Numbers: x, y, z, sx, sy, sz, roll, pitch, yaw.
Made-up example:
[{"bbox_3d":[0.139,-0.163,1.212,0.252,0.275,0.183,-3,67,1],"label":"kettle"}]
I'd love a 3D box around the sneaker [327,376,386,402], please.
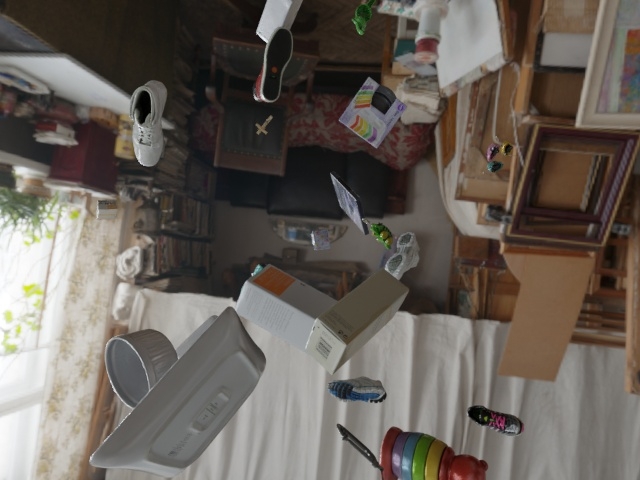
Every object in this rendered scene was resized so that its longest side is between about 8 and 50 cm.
[{"bbox_3d":[0.117,0.479,1.385,0.190,0.071,0.083,9,-159,-4],"label":"sneaker"}]

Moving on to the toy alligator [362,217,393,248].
[{"bbox_3d":[0.215,-0.038,1.514,0.056,0.051,0.190,19,159,51],"label":"toy alligator"}]

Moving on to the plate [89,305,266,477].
[{"bbox_3d":[-0.197,0.275,0.709,0.045,0.278,0.277,32,156,22],"label":"plate"}]

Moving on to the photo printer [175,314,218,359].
[{"bbox_3d":[-0.455,0.514,1.832,0.307,0.256,0.107,41,168,25],"label":"photo printer"}]

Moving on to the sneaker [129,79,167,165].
[{"bbox_3d":[-0.583,-0.371,1.397,0.108,0.293,0.169,11,-157,-9],"label":"sneaker"}]

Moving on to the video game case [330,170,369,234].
[{"bbox_3d":[0.126,-0.167,1.860,0.026,0.196,0.274,-26,-141,-8],"label":"video game case"}]

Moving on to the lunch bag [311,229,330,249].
[{"bbox_3d":[0.000,0.000,1.829,0.071,0.083,0.053,-8,161,-14],"label":"lunch bag"}]

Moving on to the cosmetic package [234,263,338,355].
[{"bbox_3d":[-0.087,0.293,1.712,0.453,0.162,0.230,28,-159,8],"label":"cosmetic package"}]

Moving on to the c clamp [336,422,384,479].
[{"bbox_3d":[0.104,0.545,1.113,0.160,0.022,0.137,39,176,10],"label":"c clamp"}]

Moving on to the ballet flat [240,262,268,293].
[{"bbox_3d":[-0.294,0.182,1.945,0.074,0.203,0.074,28,-156,-14],"label":"ballet flat"}]

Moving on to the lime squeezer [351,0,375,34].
[{"bbox_3d":[0.155,-0.752,1.419,0.109,0.310,0.059,-6,141,43],"label":"lime squeezer"}]

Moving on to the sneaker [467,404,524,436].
[{"bbox_3d":[0.507,0.529,1.248,0.074,0.063,0.170,24,166,-35],"label":"sneaker"}]

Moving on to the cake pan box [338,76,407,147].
[{"bbox_3d":[0.264,-0.639,2.119,0.245,0.267,0.070,36,-169,-8],"label":"cake pan box"}]

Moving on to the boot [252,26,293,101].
[{"bbox_3d":[-0.175,-0.604,1.466,0.088,0.244,0.176,12,-168,-25],"label":"boot"}]

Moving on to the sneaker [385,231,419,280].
[{"bbox_3d":[0.337,0.083,1.658,0.090,0.232,0.115,-3,138,50],"label":"sneaker"}]

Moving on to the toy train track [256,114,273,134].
[{"bbox_3d":[-0.194,-0.406,1.486,0.048,0.083,0.014,42,-153,-11],"label":"toy train track"}]

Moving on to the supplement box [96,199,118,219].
[{"bbox_3d":[-0.757,-0.109,1.500,0.062,0.036,0.098,-4,163,-32],"label":"supplement box"}]

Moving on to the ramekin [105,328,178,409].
[{"bbox_3d":[-0.479,0.341,1.153,0.207,0.207,0.109,3,-168,35],"label":"ramekin"}]

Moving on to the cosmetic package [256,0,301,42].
[{"bbox_3d":[-0.129,-0.779,1.425,0.085,0.117,0.231,38,158,-11],"label":"cosmetic package"}]

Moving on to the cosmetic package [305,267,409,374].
[{"bbox_3d":[0.109,0.227,1.230,0.113,0.160,0.309,40,-133,23],"label":"cosmetic package"}]

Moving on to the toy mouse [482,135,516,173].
[{"bbox_3d":[0.603,-0.289,1.471,0.161,0.143,0.031,38,-175,-45],"label":"toy mouse"}]

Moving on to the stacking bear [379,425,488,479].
[{"bbox_3d":[0.336,0.664,1.247,0.288,0.164,0.175,1,-149,33],"label":"stacking bear"}]
